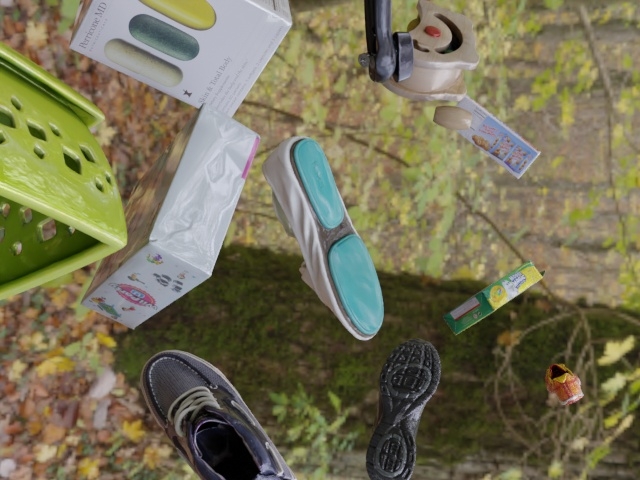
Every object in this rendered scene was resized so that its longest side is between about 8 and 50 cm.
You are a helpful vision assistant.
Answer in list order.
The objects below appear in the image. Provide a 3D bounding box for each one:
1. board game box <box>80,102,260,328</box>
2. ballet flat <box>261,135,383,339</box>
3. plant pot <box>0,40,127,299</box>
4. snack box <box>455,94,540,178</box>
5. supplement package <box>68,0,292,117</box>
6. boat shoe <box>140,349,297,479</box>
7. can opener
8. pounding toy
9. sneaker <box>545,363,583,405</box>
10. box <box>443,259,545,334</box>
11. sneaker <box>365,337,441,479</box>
[{"bbox_3d":[-0.217,-0.023,1.158,0.098,0.303,0.224,29,59,-20],"label":"board game box"},{"bbox_3d":[0.000,0.000,1.539,0.400,0.139,0.139,68,25,-7],"label":"ballet flat"},{"bbox_3d":[-0.364,-0.081,0.871,0.228,0.227,0.207,34,40,-54],"label":"plant pot"},{"bbox_3d":[0.322,-0.196,1.540,0.064,0.178,0.022,-54,173,24],"label":"snack box"},{"bbox_3d":[-0.212,-0.355,1.250,0.263,0.199,0.198,23,34,-25],"label":"supplement package"},{"bbox_3d":[-0.165,0.253,1.176,0.127,0.341,0.158,-43,148,-14],"label":"boat shoe"},{"bbox_3d":[0.083,-0.310,1.150,0.073,0.059,0.186,-25,120,-27],"label":"can opener"},{"bbox_3d":[0.172,-0.281,1.397,0.269,0.154,0.154,-86,-170,-47],"label":"pounding toy"},{"bbox_3d":[0.457,0.259,1.549,0.175,0.064,0.067,15,50,-85],"label":"sneaker"},{"bbox_3d":[0.298,0.091,1.379,0.179,0.105,0.043,-21,75,-43],"label":"box"},{"bbox_3d":[0.141,0.317,1.511,0.130,0.109,0.286,97,14,-68],"label":"sneaker"}]
